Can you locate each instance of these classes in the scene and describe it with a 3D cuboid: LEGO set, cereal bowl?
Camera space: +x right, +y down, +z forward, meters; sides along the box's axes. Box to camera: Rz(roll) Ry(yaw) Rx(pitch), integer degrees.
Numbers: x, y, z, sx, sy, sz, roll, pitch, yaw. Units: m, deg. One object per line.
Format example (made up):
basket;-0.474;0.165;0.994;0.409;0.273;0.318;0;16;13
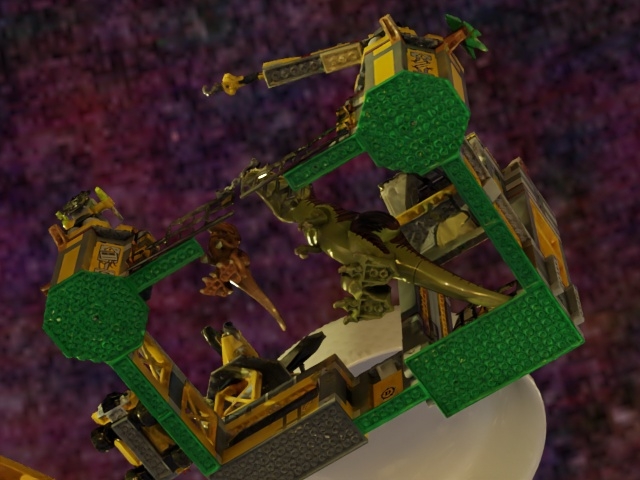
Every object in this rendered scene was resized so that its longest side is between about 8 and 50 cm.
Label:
LEGO set;0.000;0.000;1.171;0.331;0.192;0.255;-38;111;18
cereal bowl;0.060;0.199;2.038;0.339;0.141;0.339;-11;129;-15

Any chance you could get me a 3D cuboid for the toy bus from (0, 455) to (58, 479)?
toy bus;-0.227;0.243;1.282;0.104;0.202;0.191;21;166;21
